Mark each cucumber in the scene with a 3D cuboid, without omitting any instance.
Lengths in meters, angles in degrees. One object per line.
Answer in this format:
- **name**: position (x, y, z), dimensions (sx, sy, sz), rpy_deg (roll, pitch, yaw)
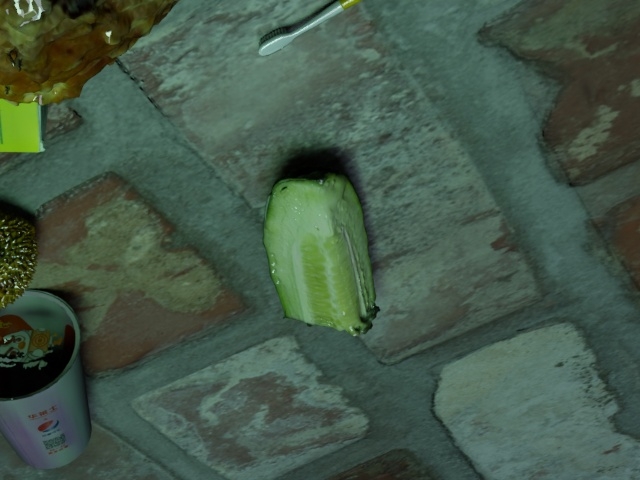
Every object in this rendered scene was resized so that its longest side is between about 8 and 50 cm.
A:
- **cucumber**: position (-0.002, -0.002, 1.637), dimensions (0.145, 0.105, 0.325), rpy_deg (9, 140, 20)

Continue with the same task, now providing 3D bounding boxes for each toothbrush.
- **toothbrush**: position (0.046, -0.306, 1.390), dimensions (0.288, 0.024, 0.021), rpy_deg (-26, 136, 14)

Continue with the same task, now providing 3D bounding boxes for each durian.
- **durian**: position (-0.475, 0.026, 1.570), dimensions (0.168, 0.137, 0.158), rpy_deg (-30, 153, 2)

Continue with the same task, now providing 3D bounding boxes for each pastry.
- **pastry**: position (-0.279, -0.313, 1.091), dimensions (0.405, 0.337, 0.292), rpy_deg (-38, 90, 14)

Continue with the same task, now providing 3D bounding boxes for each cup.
- **cup**: position (-0.453, 0.236, 1.758), dimensions (0.203, 0.203, 0.288), rpy_deg (-6, 142, -3)

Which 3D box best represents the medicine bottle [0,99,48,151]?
- **medicine bottle**: position (-0.453, -0.197, 1.335), dimensions (0.250, 0.141, 0.137), rpy_deg (0, 133, -10)
